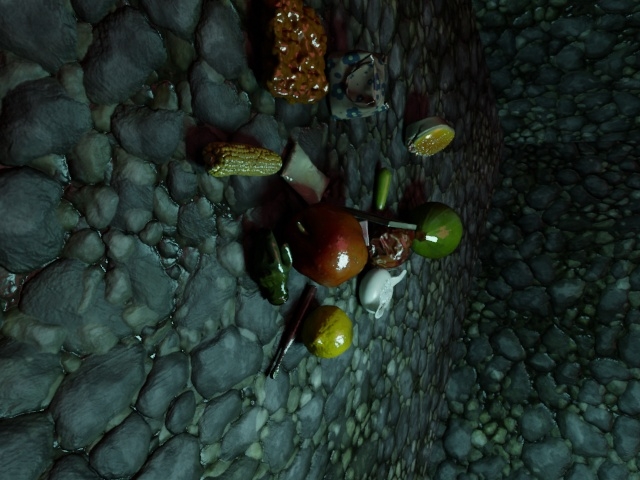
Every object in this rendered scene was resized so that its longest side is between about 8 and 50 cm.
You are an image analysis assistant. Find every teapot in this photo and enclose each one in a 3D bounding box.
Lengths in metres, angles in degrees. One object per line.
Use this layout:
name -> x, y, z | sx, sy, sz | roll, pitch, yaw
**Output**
teapot -> 0.266, 0.216, 2.021 | 0.298, 0.139, 0.204 | -57, 136, -31

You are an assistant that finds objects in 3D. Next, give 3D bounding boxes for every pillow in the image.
pillow -> -0.054, -0.220, 1.575 | 0.230, 0.050, 0.148 | 43, 55, -46

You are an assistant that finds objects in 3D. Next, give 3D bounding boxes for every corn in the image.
corn -> -0.214, -0.229, 1.293 | 0.292, 0.101, 0.101 | -9, 102, -54

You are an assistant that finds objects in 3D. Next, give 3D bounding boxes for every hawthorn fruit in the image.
hawthorn fruit -> 0.000, 0.000, 1.482 | 0.330, 0.287, 0.287 | 35, 66, -57

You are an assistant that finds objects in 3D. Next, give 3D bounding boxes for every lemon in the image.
lemon -> 0.025, 0.328, 1.641 | 0.257, 0.188, 0.188 | -22, 114, -71

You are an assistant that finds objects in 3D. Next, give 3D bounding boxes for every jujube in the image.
jujube -> 0.326, 0.009, 2.051 | 0.342, 0.216, 0.216 | -31, 120, -64

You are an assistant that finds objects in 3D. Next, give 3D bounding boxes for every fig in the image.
fig -> 0.549, -0.048, 2.259 | 0.316, 0.316, 0.316 | -11, 104, -55

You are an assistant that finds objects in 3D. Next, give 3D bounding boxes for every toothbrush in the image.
toothbrush -> -0.096, 0.316, 1.597 | 0.041, 0.041, 0.364 | 55, 51, -43

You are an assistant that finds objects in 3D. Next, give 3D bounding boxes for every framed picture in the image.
framed picture -> 0.166, -0.094, 1.674 | 0.240, 0.324, 0.020 | 3, 103, -55

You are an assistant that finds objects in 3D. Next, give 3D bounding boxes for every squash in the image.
squash -> 0.279, -0.231, 2.045 | 0.066, 0.066, 0.201 | 10, 87, -56

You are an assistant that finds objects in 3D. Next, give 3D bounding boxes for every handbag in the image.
handbag -> 0.143, -0.583, 1.682 | 0.190, 0.193, 0.251 | -29, 119, -55

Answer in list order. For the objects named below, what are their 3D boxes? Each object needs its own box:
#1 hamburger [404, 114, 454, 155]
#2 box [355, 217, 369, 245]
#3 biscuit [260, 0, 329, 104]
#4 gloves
hamburger -> 0.550, -0.516, 2.271 | 0.295, 0.227, 0.151 | 2, 70, -53
box -> 0.110, -0.025, 1.756 | 0.060, 0.156, 0.111 | -100, -179, -68
biscuit -> -0.076, -0.597, 1.436 | 0.318, 0.111, 0.312 | -11, 103, -55
gloves -> -0.151, 0.086, 1.421 | 0.107, 0.135, 0.268 | -111, -170, -66
